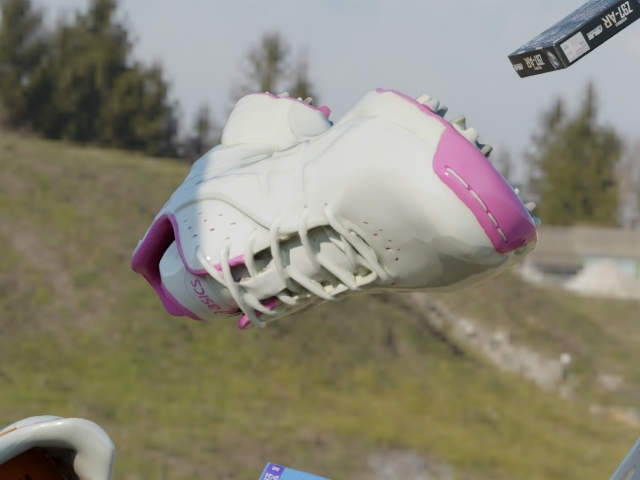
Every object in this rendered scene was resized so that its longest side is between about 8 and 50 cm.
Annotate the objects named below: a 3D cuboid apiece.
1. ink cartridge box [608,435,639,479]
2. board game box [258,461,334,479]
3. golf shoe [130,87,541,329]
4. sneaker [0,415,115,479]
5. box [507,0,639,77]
[{"bbox_3d":[0.228,0.189,1.202,0.067,0.115,0.198,33,-2,35],"label":"ink cartridge box"},{"bbox_3d":[0.071,0.207,1.205,0.160,0.047,0.210,38,-19,-32],"label":"board game box"},{"bbox_3d":[0.000,0.000,1.002,0.140,0.115,0.306,-44,17,-16],"label":"golf shoe"},{"bbox_3d":[-0.245,0.237,1.306,0.126,0.321,0.127,41,-40,-16],"label":"sneaker"},{"bbox_3d":[0.170,-0.136,1.270,0.083,0.018,0.067,-35,10,-19],"label":"box"}]
